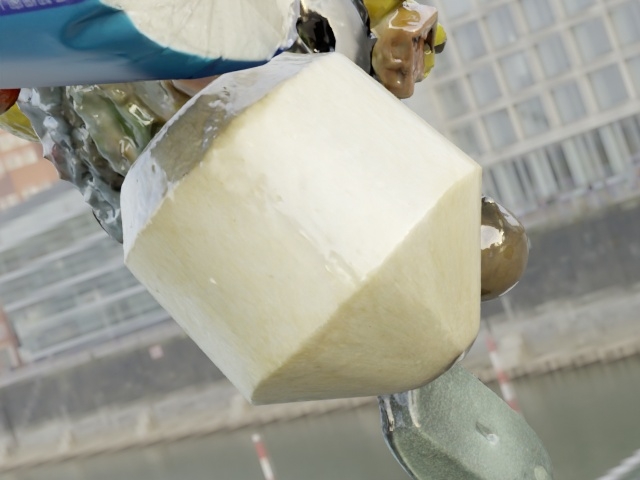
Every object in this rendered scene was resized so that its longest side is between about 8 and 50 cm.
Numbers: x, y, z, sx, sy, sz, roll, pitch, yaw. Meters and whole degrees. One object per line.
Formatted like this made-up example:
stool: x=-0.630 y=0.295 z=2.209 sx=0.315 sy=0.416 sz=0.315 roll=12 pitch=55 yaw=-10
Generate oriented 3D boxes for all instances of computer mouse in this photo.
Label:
computer mouse: x=0.108 y=0.167 z=1.335 sx=0.068 sy=0.229 sz=0.113 roll=-31 pitch=32 yaw=35

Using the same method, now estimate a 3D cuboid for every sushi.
sushi: x=-0.080 y=-0.183 z=1.333 sx=0.328 sy=0.328 sz=0.285 roll=-27 pitch=17 yaw=49

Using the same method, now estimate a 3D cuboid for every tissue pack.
tissue pack: x=-0.169 y=-0.146 z=0.839 sx=0.270 sy=0.137 sz=0.209 roll=-3 pitch=-2 yaw=28

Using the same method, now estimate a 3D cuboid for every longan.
longan: x=0.125 y=0.001 z=1.335 sx=0.113 sy=0.113 sz=0.092 roll=-19 pitch=17 yaw=44

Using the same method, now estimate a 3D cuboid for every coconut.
coconut: x=0.000 y=0.000 z=0.950 sx=0.202 sy=0.222 sz=0.202 roll=-44 pitch=-7 yaw=-7

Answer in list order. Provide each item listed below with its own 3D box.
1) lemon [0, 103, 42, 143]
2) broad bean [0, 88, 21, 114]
lemon: x=-0.305 y=-0.236 z=1.795 sx=0.267 sy=0.267 sz=0.267 roll=-19 pitch=0 yaw=0
broad bean: x=-0.290 y=-0.162 z=1.182 sx=0.084 sy=0.165 sz=0.114 roll=-21 pitch=16 yaw=5
